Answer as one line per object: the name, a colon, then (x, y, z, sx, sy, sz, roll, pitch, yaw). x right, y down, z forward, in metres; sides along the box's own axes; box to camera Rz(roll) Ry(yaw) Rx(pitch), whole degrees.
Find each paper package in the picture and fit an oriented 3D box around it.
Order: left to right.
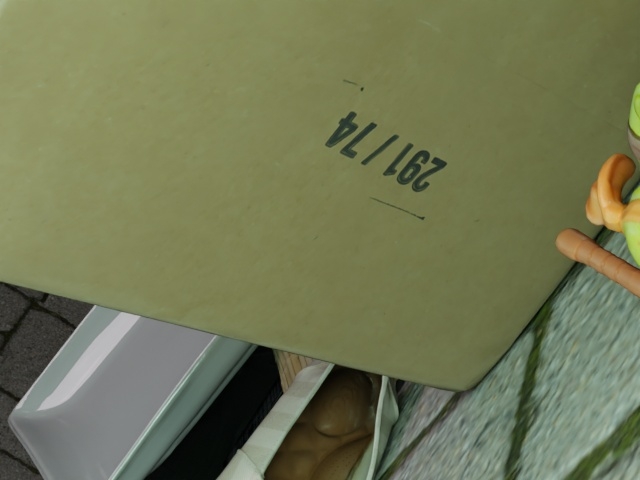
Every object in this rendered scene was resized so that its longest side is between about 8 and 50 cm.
paper package: (0.003, -0.118, 0.595, 0.309, 0.325, 0.168, -55, 41, 22)

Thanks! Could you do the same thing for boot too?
boot: (-0.116, 0.139, 1.319, 0.236, 0.085, 0.178, -51, 22, 1)

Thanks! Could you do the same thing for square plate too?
square plate: (-0.124, 0.070, 1.262, 0.347, 0.049, 0.344, -51, 20, -8)

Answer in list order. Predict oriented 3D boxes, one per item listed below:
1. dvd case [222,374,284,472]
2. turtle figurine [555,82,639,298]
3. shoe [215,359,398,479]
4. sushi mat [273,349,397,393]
dvd case: (-0.011, 0.107, 1.120, 0.221, 0.018, 0.164, -58, 7, 4)
turtle figurine: (0.141, -0.067, 0.427, 0.217, 0.087, 0.269, -58, 6, -3)
shoe: (-0.015, 0.128, 0.756, 0.219, 0.077, 0.058, -60, 1, -41)
sushi mat: (0.017, 0.061, 0.999, 0.151, 0.019, 0.316, -56, 10, 6)
